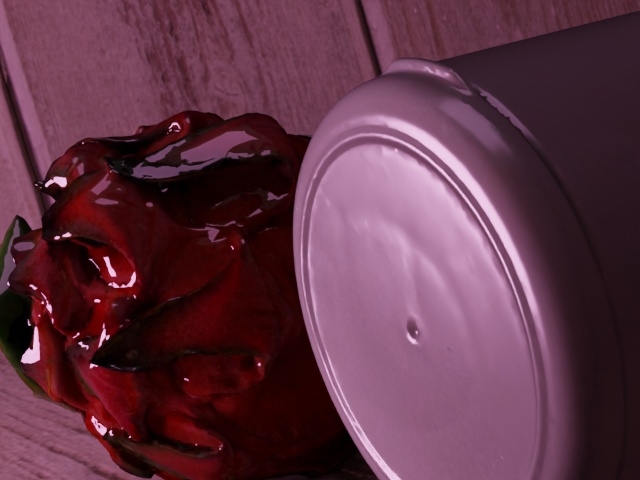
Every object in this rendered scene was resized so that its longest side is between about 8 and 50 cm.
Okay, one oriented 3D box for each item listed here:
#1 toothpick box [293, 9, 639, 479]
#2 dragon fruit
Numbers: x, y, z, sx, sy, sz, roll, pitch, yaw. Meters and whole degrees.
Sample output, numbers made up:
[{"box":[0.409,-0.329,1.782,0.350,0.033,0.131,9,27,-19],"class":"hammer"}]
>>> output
[{"box":[0.174,-0.003,0.847,0.316,0.229,0.229,-17,8,-27],"class":"toothpick box"},{"box":[-0.030,0.019,1.052,0.293,0.233,0.234,-22,8,3],"class":"dragon fruit"}]
